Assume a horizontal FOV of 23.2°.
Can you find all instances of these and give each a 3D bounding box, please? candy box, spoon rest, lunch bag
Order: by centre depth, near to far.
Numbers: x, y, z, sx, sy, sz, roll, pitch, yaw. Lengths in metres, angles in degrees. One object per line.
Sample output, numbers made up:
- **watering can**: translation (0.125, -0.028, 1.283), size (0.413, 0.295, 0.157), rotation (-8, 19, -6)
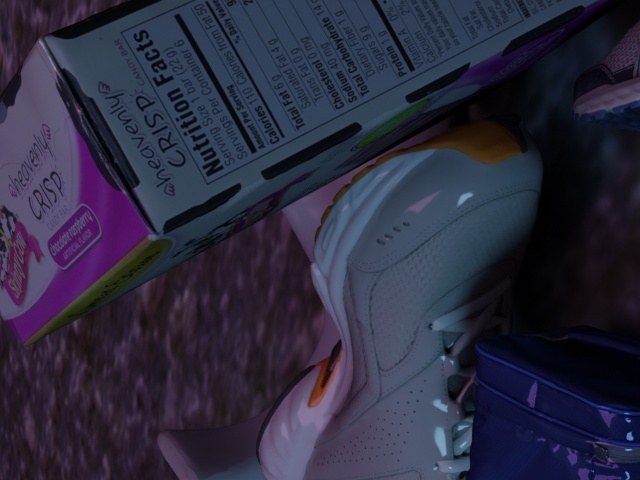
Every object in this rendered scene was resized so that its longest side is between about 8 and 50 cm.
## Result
- **candy box**: translation (-0.006, -0.058, 0.557), size (0.071, 0.233, 0.159), rotation (60, 152, 2)
- **lunch bag**: translation (0.101, 0.066, 0.558), size (0.098, 0.067, 0.065), rotation (19, 113, 52)
- **spoon rest**: translation (0.000, 0.000, 0.766), size (0.137, 0.084, 0.276), rotation (47, 123, 49)

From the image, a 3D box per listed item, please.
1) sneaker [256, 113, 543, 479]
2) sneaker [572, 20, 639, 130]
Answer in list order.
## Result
- **sneaker**: translation (0.055, 0.063, 0.648), size (0.121, 0.099, 0.262), rotation (54, 149, 30)
- **sneaker**: translation (0.131, -0.072, 0.500), size (0.135, 0.052, 0.058), rotation (-24, 64, 56)
